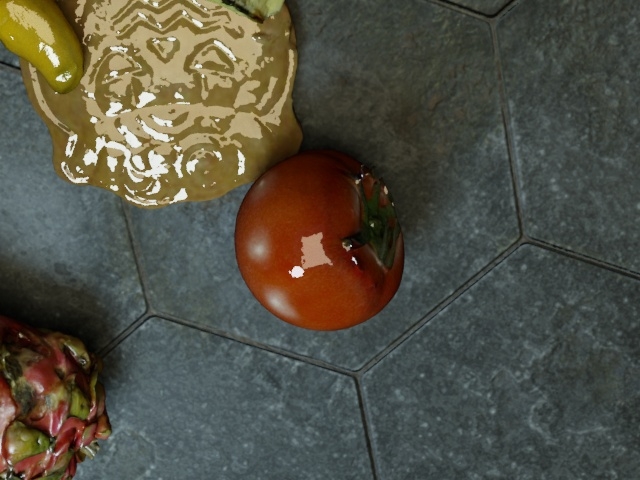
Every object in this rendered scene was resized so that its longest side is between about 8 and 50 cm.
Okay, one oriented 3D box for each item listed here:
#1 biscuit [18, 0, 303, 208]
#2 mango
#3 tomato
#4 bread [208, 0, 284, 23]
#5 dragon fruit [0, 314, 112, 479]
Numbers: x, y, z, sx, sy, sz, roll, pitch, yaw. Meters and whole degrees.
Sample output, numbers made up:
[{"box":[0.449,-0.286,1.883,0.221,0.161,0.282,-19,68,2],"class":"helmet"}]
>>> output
[{"box":[-0.220,-0.222,1.898,0.385,0.062,0.365,-7,109,-1],"class":"biscuit"},{"box":[-0.385,-0.283,1.811,0.098,0.075,0.190,-35,102,29],"class":"mango"},{"box":[0.000,0.000,1.885,0.224,0.256,0.256,-20,109,21],"class":"tomato"},{"box":[-0.094,-0.425,1.723,0.198,0.236,0.263,15,93,-8],"class":"bread"},{"box":[-0.435,0.224,1.942,0.263,0.314,0.296,-11,85,-16],"class":"dragon fruit"}]
